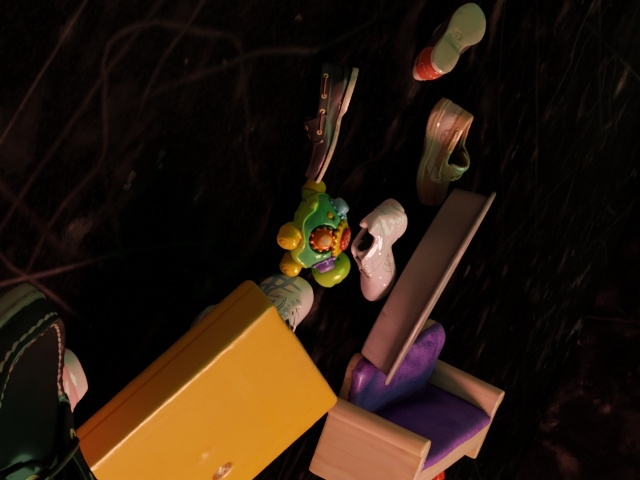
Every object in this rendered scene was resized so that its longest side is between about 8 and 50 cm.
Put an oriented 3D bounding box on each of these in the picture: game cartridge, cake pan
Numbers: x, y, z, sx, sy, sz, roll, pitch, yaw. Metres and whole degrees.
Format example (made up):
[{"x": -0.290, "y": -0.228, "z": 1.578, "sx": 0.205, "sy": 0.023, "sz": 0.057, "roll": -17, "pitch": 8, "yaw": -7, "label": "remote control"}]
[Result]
[{"x": -0.128, "y": 0.191, "z": 1.586, "sx": 0.285, "sy": 0.053, "sz": 0.324, "roll": -41, "pitch": 156, "yaw": -6, "label": "game cartridge"}, {"x": 0.139, "y": 0.052, "z": 2.159, "sx": 0.293, "sy": 0.054, "sz": 0.293, "roll": -59, "pitch": 174, "yaw": -10, "label": "cake pan"}]

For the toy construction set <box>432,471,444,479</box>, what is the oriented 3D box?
[{"x": 0.111, "y": 0.442, "z": 2.491, "sx": 0.327, "sy": 0.151, "sz": 0.215, "roll": 39, "pitch": 52, "yaw": -78, "label": "toy construction set"}]

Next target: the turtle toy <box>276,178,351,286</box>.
[{"x": 0.000, "y": 0.000, "z": 1.786, "sx": 0.130, "sy": 0.066, "sz": 0.095, "roll": 86, "pitch": 25, "yaw": -52, "label": "turtle toy"}]

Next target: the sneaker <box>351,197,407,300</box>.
[{"x": 0.062, "y": 0.017, "z": 2.029, "sx": 0.061, "sy": 0.053, "sz": 0.152, "roll": -26, "pitch": 139, "yaw": -34, "label": "sneaker"}]

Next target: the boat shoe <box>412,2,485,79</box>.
[{"x": 0.156, "y": -0.240, "z": 1.973, "sx": 0.043, "sy": 0.049, "sz": 0.137, "roll": -23, "pitch": -157, "yaw": 48, "label": "boat shoe"}]

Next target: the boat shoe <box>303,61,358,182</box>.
[{"x": 0.003, "y": -0.124, "z": 1.708, "sx": 0.049, "sy": 0.042, "sz": 0.133, "roll": -85, "pitch": -170, "yaw": -65, "label": "boat shoe"}]

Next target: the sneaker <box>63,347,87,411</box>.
[{"x": -0.230, "y": 0.151, "z": 1.391, "sx": 0.070, "sy": 0.051, "sz": 0.134, "roll": -33, "pitch": 138, "yaw": -50, "label": "sneaker"}]

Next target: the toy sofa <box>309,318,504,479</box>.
[{"x": 0.140, "y": 0.244, "z": 2.336, "sx": 0.362, "sy": 0.150, "sz": 0.177, "roll": -15, "pitch": 128, "yaw": -66, "label": "toy sofa"}]

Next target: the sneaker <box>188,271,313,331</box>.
[{"x": -0.058, "y": 0.093, "z": 1.733, "sx": 0.237, "sy": 0.086, "sz": 0.085, "roll": -25, "pitch": 134, "yaw": -64, "label": "sneaker"}]

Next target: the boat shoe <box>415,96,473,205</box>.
[{"x": 0.165, "y": -0.105, "z": 2.126, "sx": 0.063, "sy": 0.059, "sz": 0.170, "roll": -50, "pitch": 155, "yaw": -39, "label": "boat shoe"}]

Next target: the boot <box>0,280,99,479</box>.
[{"x": -0.171, "y": 0.231, "z": 1.263, "sx": 0.138, "sy": 0.284, "sz": 0.377, "roll": -42, "pitch": 155, "yaw": -49, "label": "boot"}]
